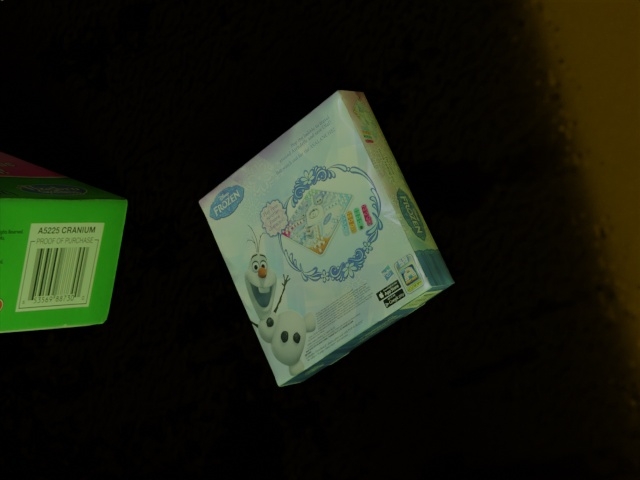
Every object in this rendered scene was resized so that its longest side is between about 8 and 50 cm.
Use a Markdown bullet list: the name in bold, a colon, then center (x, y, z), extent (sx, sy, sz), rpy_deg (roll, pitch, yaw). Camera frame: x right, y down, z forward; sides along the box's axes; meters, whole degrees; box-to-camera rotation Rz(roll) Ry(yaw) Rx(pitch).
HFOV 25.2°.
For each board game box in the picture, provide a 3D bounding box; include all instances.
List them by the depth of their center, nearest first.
- **board game box**: center (0.000, 0.000, 0.588), extent (0.090, 0.020, 0.090), rpy_deg (-35, 72, 34)
- **board game box**: center (-0.287, -0.030, 0.673), extent (0.316, 0.242, 0.064), rpy_deg (20, 103, 35)
